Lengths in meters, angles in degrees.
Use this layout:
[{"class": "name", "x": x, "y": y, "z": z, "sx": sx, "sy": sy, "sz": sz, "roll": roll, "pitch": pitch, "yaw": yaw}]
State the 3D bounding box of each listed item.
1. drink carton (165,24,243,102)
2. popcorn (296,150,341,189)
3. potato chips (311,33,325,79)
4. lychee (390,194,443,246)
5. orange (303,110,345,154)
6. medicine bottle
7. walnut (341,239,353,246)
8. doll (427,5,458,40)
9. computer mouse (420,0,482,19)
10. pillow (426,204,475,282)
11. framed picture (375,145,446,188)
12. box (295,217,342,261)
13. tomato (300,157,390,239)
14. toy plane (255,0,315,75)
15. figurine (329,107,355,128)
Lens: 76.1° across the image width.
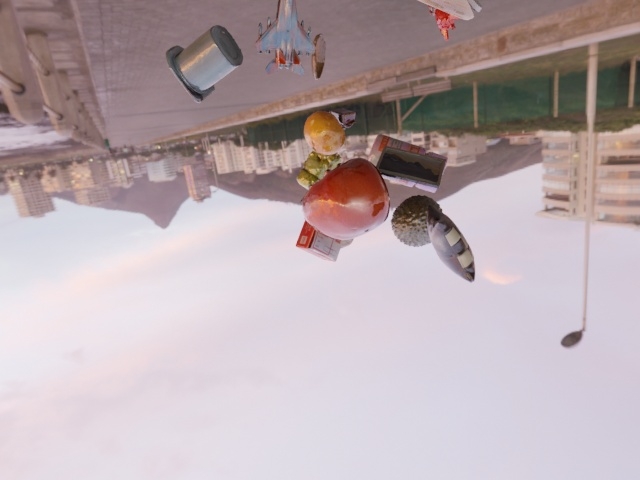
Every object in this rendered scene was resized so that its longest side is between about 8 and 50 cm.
[{"class": "drink carton", "x": -0.385, "y": -0.609, "z": 1.382, "sx": 0.189, "sy": 0.191, "sz": 0.185, "roll": -22, "pitch": -152, "yaw": 28}, {"class": "popcorn", "x": 0.002, "y": -0.410, "z": 2.382, "sx": 0.173, "sy": 0.286, "sz": 0.225, "roll": 35, "pitch": 180, "yaw": 25}, {"class": "potato chips", "x": -0.017, "y": -0.884, "z": 1.967, "sx": 0.049, "sy": 0.202, "sz": 0.150, "roll": 12, "pitch": -150, "yaw": 11}, {"class": "lychee", "x": 0.453, "y": -0.094, "z": 1.945, "sx": 0.274, "sy": 0.256, "sz": 0.255, "roll": 2, "pitch": -171, "yaw": -30}, {"class": "orange", "x": 0.019, "y": -0.525, "z": 2.012, "sx": 0.193, "sy": 0.219, "sz": 0.219, "roll": -32, "pitch": -159, "yaw": -12}, {"class": "medicine bottle", "x": 0.452, "y": -0.404, "z": 2.162, "sx": 0.388, "sy": 0.219, "sz": 0.219, "roll": 21, "pitch": -158, "yaw": 8}, {"class": "walnut", "x": 0.071, "y": -0.100, "z": 2.018, "sx": 0.251, "sy": 0.277, "sz": 0.313, "roll": 27, "pitch": -143, "yaw": 7}, {"class": "doll", "x": 0.482, "y": -0.894, "z": 1.623, "sx": 0.057, "sy": 0.169, "sz": 0.109, "roll": -28, "pitch": 164, "yaw": -27}, {"class": "computer mouse", "x": 0.380, "y": -0.755, "z": 1.255, "sx": 0.236, "sy": 0.082, "sz": 0.145, "roll": 20, "pitch": -144, "yaw": -2}, {"class": "pillow", "x": 0.433, "y": 0.008, "z": 1.377, "sx": 0.106, "sy": 0.250, "sz": 0.186, "roll": -30, "pitch": -166, "yaw": 14}, {"class": "framed picture", "x": 0.366, "y": -0.301, "z": 1.661, "sx": 0.265, "sy": 0.018, "sz": 0.192, "roll": 15, "pitch": -132, "yaw": 10}, {"class": "box", "x": 0.000, "y": 0.000, "z": 1.730, "sx": 0.099, "sy": 0.133, "sz": 0.182, "roll": 7, "pitch": 164, "yaw": 46}, {"class": "tomato", "x": 0.100, "y": -0.137, "z": 1.519, "sx": 0.341, "sy": 0.273, "sz": 0.341, "roll": -35, "pitch": 177, "yaw": -2}, {"class": "toy plane", "x": -0.115, "y": -0.721, "z": 1.347, "sx": 0.222, "sy": 0.327, "sz": 0.104, "roll": -10, "pitch": -160, "yaw": -27}, {"class": "figurine", "x": 0.117, "y": -0.605, "z": 2.066, "sx": 0.082, "sy": 0.098, "sz": 0.154, "roll": -17, "pitch": -144, "yaw": -28}]
